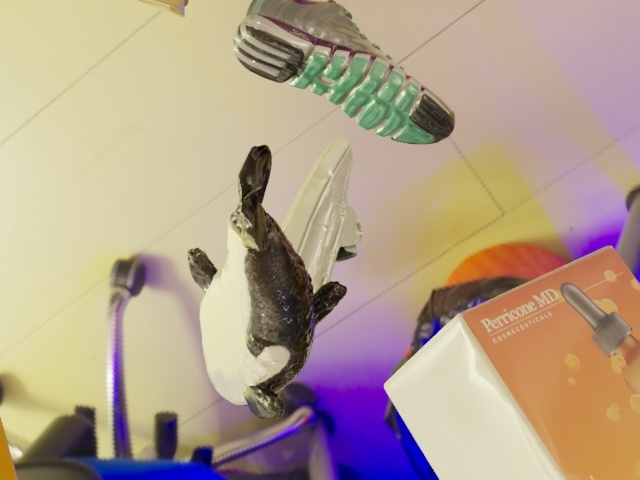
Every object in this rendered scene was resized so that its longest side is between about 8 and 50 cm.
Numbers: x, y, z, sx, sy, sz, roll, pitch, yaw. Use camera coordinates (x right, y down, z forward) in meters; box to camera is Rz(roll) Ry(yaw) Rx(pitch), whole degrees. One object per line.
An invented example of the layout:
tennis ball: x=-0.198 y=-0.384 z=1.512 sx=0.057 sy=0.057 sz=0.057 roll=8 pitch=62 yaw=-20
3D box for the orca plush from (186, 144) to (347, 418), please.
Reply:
orca plush: x=-0.033 y=0.035 z=0.828 sx=0.102 sy=0.151 sz=0.287 roll=-22 pitch=139 yaw=-21

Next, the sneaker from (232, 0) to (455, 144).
sneaker: x=0.034 y=-0.172 z=0.961 sx=0.224 sy=0.098 sz=0.083 roll=25 pitch=150 yaw=-19

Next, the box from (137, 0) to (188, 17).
box: x=-0.171 y=-0.192 z=0.610 sx=0.201 sy=0.164 sz=0.021 roll=19 pitch=86 yaw=-7

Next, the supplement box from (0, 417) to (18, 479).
supplement box: x=-0.213 y=0.135 z=0.354 sx=0.194 sy=0.129 sz=0.191 roll=-9 pitch=102 yaw=16

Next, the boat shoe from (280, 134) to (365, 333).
boat shoe: x=0.000 y=0.000 z=1.085 sx=0.081 sy=0.079 sz=0.227 roll=25 pitch=69 yaw=-9

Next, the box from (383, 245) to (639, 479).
box: x=0.141 y=0.110 z=0.566 sx=0.170 sy=0.130 sz=0.091 roll=58 pitch=144 yaw=16
